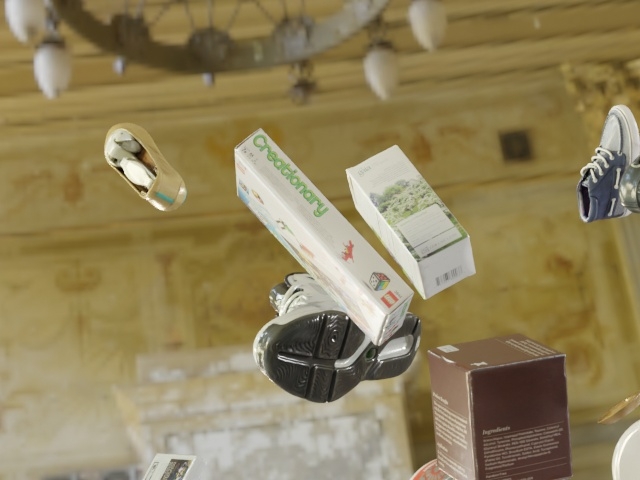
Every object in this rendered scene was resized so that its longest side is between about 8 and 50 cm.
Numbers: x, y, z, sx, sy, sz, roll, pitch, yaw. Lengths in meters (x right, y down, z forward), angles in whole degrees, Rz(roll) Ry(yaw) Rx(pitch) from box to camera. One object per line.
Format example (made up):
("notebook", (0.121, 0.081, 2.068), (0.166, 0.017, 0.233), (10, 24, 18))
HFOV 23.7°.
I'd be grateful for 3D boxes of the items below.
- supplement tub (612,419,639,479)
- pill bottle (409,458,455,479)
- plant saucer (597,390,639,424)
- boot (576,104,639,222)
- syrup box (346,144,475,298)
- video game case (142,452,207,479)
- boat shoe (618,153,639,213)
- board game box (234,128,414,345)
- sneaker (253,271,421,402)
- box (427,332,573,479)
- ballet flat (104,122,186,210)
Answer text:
("supplement tub", (0.488, 0.307, 2.061), (0.144, 0.144, 0.199), (-22, -16, 24))
("pill bottle", (0.300, 0.488, 2.572), (0.210, 0.210, 0.363), (8, -3, -25))
("plant saucer", (0.452, 0.253, 2.281), (0.083, 0.015, 0.083), (-35, -6, -4))
("boot", (0.462, -0.121, 2.466), (0.086, 0.069, 0.190), (-13, -70, -24))
("syrup box", (0.138, -0.032, 2.369), (0.093, 0.237, 0.096), (-27, -41, -10))
("video game case", (-0.228, 0.371, 2.023), (0.022, 0.190, 0.173), (34, -18, -16))
("boat shoe", (0.435, -0.112, 1.739), (0.113, 0.340, 0.127), (-4, -61, 36))
("board game box", (0.000, 0.000, 2.080), (0.053, 0.305, 0.193), (-41, -10, -12))
("sneaker", (-0.035, 0.168, 2.763), (0.257, 0.169, 0.447), (21, 11, 33))
("box", (0.280, 0.269, 2.381), (0.167, 0.203, 0.168), (-8, 11, -17))
("ballet flat", (-0.286, -0.126, 2.353), (0.073, 0.232, 0.080), (20, -75, -46))
